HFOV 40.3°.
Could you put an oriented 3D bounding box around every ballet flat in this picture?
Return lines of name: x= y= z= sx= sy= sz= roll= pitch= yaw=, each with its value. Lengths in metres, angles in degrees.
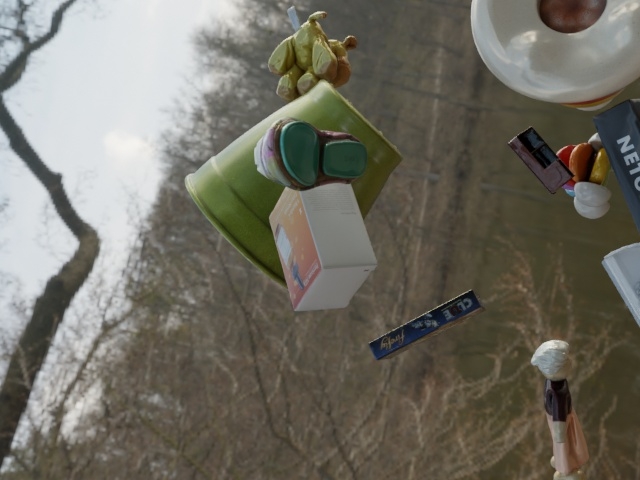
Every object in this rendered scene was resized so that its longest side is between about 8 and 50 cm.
ballet flat: x=-0.023 y=-0.094 z=0.968 sx=0.221 sy=0.079 sz=0.077 roll=-7 pitch=-79 yaw=-63

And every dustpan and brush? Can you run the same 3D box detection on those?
dustpan and brush: x=0.522 y=0.043 z=1.230 sx=0.147 sy=0.211 sz=0.060 roll=60 pitch=-156 yaw=4

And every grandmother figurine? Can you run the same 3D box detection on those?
grandmother figurine: x=0.557 y=0.384 z=2.025 sx=0.208 sy=0.104 sz=0.343 roll=-93 pitch=-9 yaw=-69

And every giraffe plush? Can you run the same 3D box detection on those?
giraffe plush: x=0.000 y=-0.405 z=1.965 sx=0.170 sy=0.181 sz=0.210 roll=13 pitch=-109 yaw=-53

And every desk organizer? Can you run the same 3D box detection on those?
desk organizer: x=0.418 y=-0.153 z=1.652 sx=0.050 sy=0.130 sz=0.047 roll=-43 pitch=-11 yaw=23

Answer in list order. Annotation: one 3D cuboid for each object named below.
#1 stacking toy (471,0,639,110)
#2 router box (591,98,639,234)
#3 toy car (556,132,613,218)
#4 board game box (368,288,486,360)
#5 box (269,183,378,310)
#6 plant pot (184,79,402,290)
stacking toy: x=0.501 y=-0.374 z=1.672 sx=0.480 sy=0.350 sz=0.351 roll=24 pitch=-103 yaw=-67
router box: x=0.631 y=-0.104 z=1.579 sx=0.242 sy=0.081 sz=0.309 roll=-10 pitch=-102 yaw=-48
toy car: x=0.559 y=-0.144 z=1.846 sx=0.182 sy=0.136 sz=0.159 roll=47 pitch=-119 yaw=-67
board game box: x=0.231 y=0.182 z=1.859 sx=0.042 sy=0.243 sz=0.165 roll=64 pitch=-170 yaw=12
box: x=0.000 y=0.000 z=1.305 sx=0.130 sy=0.091 sz=0.171 roll=122 pitch=139 yaw=-50
plant pot: x=-0.029 y=-0.132 z=1.821 sx=0.353 sy=0.366 sz=0.366 roll=-46 pitch=-1 yaw=9
